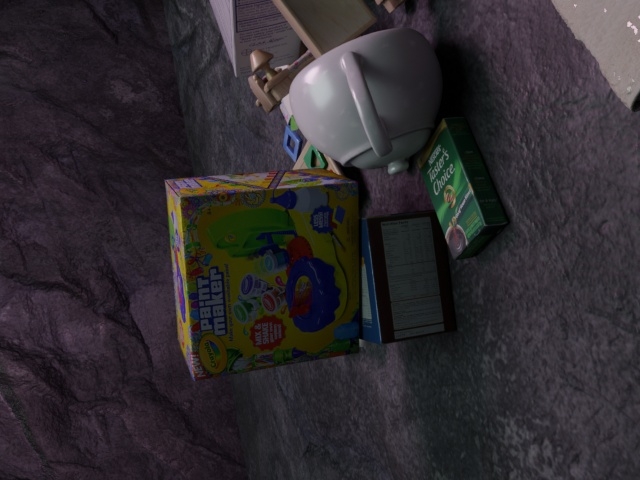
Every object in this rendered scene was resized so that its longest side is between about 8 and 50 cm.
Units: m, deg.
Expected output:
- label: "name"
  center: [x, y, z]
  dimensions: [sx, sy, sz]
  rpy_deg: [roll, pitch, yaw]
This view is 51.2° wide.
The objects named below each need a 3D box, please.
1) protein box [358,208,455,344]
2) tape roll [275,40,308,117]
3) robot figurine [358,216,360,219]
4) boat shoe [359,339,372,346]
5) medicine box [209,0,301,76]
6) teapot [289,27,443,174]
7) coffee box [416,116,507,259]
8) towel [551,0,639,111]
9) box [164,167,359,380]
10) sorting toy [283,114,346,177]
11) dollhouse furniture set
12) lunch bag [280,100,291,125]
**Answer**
- label: "protein box"
  center: [0.112, 0.059, 1.144]
  dimensions: [0.200, 0.136, 0.201]
  rpy_deg: [172, 91, -71]
- label: "tape roll"
  center: [-0.020, -0.447, 1.458]
  dimensions: [0.392, 0.072, 0.391]
  rpy_deg: [174, 90, -71]
- label: "robot figurine"
  center: [0.000, 0.000, 1.368]
  dimensions: [0.291, 0.085, 0.211]
  rpy_deg: [13, 132, 51]
- label: "boat shoe"
  center: [0.016, 0.170, 1.491]
  dimensions: [0.367, 0.136, 0.156]
  rpy_deg: [10, 109, 60]
- label: "medicine box"
  center: [-0.142, -0.525, 1.336]
  dimensions: [0.289, 0.149, 0.263]
  rpy_deg: [107, 145, -70]
- label: "teapot"
  center: [0.084, -0.189, 1.016]
  dimensions: [0.253, 0.256, 0.186]
  rpy_deg: [-28, 82, 55]
- label: "coffee box"
  center: [0.203, -0.076, 0.985]
  dimensions: [0.113, 0.041, 0.184]
  rpy_deg: [118, 142, -59]
- label: "towel"
  center: [0.316, -0.280, 0.596]
  dimensions: [0.282, 0.049, 0.187]
  rpy_deg: [109, 150, -53]
- label: "box"
  center: [-0.096, 0.043, 1.098]
  dimensions: [0.177, 0.280, 0.289]
  rpy_deg: [-145, 51, -66]
- label: "sorting toy"
  center: [-0.009, -0.116, 1.425]
  dimensions: [0.347, 0.047, 0.196]
  rpy_deg: [62, 151, 20]
- label: "dollhouse furniture set"
  center: [-0.020, -0.391, 1.160]
  dimensions: [0.173, 0.303, 0.355]
  rpy_deg: [52, 176, -10]
- label: "lunch bag"
  center: [-0.066, -0.325, 1.656]
  dimensions: [0.083, 0.053, 0.071]
  rpy_deg: [-61, 41, 44]
